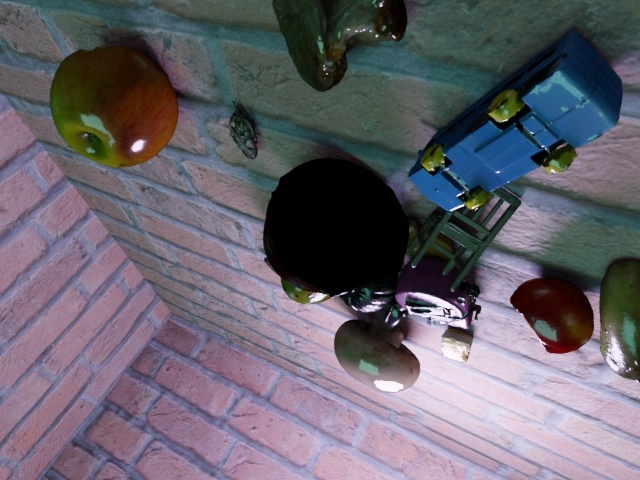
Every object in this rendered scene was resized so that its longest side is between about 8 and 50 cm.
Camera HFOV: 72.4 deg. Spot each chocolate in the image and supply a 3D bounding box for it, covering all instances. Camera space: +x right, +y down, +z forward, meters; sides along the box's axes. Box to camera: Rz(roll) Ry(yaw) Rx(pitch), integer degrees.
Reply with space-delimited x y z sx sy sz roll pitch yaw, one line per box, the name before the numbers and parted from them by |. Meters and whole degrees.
chocolate | 0.000 0.000 1.208 0.383 0.384 0.331 34 151 -3

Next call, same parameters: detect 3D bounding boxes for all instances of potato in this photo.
potato | 0.722 0.183 1.002 0.141 0.176 0.298 0 114 34

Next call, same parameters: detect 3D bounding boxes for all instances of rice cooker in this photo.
rice cooker | 0.251 0.223 1.508 0.118 0.142 0.203 37 148 17

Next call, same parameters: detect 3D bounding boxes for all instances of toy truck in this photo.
toy truck | 0.335 -0.190 0.814 0.161 0.162 0.385 38 150 -9

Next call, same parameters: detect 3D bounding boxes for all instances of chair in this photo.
chair | 0.345 -0.031 1.091 0.136 0.147 0.271 31 106 -1

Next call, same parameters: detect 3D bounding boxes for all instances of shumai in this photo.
shumai | 0.035 -0.415 0.829 0.272 0.203 0.222 53 169 47

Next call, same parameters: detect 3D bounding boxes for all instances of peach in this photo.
peach | 0.578 0.191 1.111 0.192 0.190 0.190 2 142 12

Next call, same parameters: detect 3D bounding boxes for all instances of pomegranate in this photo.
pomegranate | -0.040 0.086 1.557 0.231 0.230 0.286 80 170 -52

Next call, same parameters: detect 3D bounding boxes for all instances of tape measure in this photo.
tape measure | 0.349 0.161 1.297 0.245 0.149 0.231 9 155 29

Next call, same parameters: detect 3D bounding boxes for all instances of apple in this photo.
apple | -0.593 -0.384 1.260 0.339 0.340 0.340 23 148 15

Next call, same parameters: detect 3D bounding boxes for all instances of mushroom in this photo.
mushroom | 0.235 0.419 1.722 0.362 0.295 0.362 28 179 1

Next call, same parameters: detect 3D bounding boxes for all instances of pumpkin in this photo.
pumpkin | 0.144 0.122 1.401 0.220 0.161 0.221 10 102 53

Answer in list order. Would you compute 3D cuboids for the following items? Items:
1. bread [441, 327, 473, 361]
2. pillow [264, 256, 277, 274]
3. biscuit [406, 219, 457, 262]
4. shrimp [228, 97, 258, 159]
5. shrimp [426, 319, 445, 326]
bread | 0.486 0.369 1.561 0.106 0.082 0.125 8 132 19
pillow | -0.134 0.139 1.829 0.241 0.051 0.093 39 149 -6
biscuit | 0.284 0.000 1.259 0.225 0.036 0.166 15 149 24
shrimp | -0.220 -0.315 1.245 0.073 0.074 0.190 49 155 44
shrimp | 0.399 0.257 1.487 0.090 0.079 0.233 -5 156 -11
